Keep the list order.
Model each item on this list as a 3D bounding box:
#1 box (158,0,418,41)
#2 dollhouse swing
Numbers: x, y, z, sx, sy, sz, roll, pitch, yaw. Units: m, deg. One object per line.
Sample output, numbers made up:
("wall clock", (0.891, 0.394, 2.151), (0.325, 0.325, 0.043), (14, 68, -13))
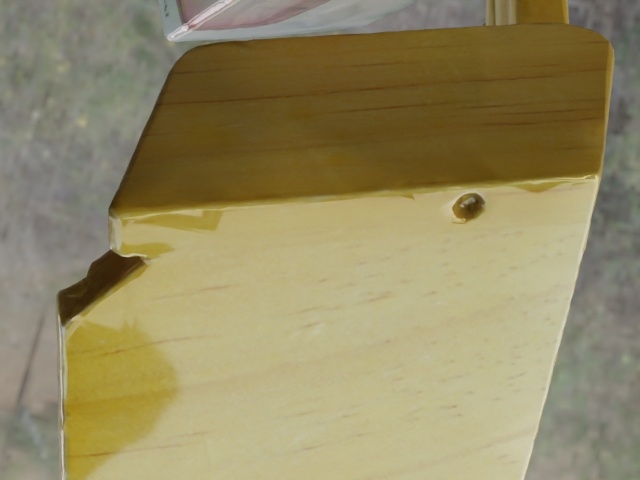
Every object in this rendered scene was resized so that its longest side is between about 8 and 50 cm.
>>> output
("box", (-0.007, -0.194, 0.943), (0.126, 0.149, 0.232), (-8, 180, -18))
("dollhouse swing", (0.000, 0.000, 1.017), (0.315, 0.305, 0.347), (-4, 135, -11))
